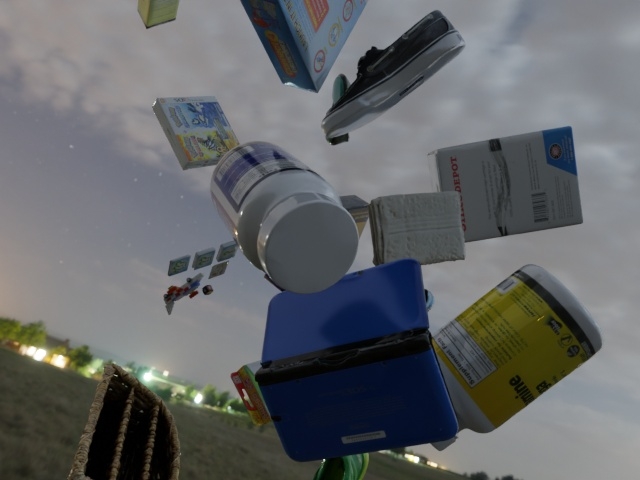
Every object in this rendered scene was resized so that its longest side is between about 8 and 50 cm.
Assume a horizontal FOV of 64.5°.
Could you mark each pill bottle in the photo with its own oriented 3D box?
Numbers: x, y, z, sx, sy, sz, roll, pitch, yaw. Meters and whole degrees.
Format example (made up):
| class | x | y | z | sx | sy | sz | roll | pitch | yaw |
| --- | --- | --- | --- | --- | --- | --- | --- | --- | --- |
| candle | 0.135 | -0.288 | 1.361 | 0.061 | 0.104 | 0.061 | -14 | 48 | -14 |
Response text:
| class | x | y | z | sx | sy | sz | roll | pitch | yaw |
| --- | --- | --- | --- | --- | --- | --- | --- | --- | --- |
| pill bottle | 0.298 | 0.211 | 0.891 | 0.188 | 0.334 | 0.188 | 51 | 5 | -6 |
| pill bottle | -0.058 | -0.040 | 0.720 | 0.153 | 0.153 | 0.265 | 31 | 8 | -32 |

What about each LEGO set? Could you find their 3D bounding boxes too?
| class | x | y | z | sx | sy | sz | roll | pitch | yaw |
| --- | --- | --- | --- | --- | --- | --- | --- | --- | --- |
| LEGO set | -0.307 | 0.101 | 1.307 | 0.182 | 0.060 | 0.244 | -19 | -22 | -32 |

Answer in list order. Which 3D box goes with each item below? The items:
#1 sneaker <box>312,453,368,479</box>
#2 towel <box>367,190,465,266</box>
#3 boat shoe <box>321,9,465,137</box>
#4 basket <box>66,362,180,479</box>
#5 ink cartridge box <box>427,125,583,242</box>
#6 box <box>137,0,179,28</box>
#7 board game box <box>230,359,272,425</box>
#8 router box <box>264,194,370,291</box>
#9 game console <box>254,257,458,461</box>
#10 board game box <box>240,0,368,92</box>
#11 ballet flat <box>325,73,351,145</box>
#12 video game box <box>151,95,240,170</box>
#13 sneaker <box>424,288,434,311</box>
| class | x | y | z | sx | sy | sz | roll | pitch | yaw |
| --- | --- | --- | --- | --- | --- | --- | --- | --- | --- |
| sneaker | 0.012 | 0.572 | 1.095 | 0.109 | 0.296 | 0.123 | 4 | -15 | 41 |
| towel | 0.246 | -0.027 | 1.275 | 0.282 | 0.187 | 0.049 | -5 | -1 | -27 |
| boat shoe | 0.115 | -0.310 | 0.943 | 0.102 | 0.301 | 0.108 | 57 | 14 | 7 |
| basket | -0.386 | 0.442 | 1.035 | 0.213 | 0.223 | 0.299 | 18 | 23 | -18 |
| ink cartridge box | 0.543 | -0.163 | 1.527 | 0.395 | 0.285 | 0.166 | -9 | 5 | 2 |
| box | -0.377 | -0.590 | 1.190 | 0.058 | 0.087 | 0.232 | 63 | -22 | -4 |
| board game box | -0.070 | 0.310 | 1.112 | 0.259 | 0.124 | 0.039 | -5 | -36 | -49 |
| router box | 0.000 | 0.000 | 1.458 | 0.081 | 0.243 | 0.309 | 35 | 28 | 28 |
| game console | 0.058 | 0.199 | 0.852 | 0.293 | 0.250 | 0.173 | -17 | 10 | 19 |
| board game box | -0.014 | -0.485 | 0.908 | 0.086 | 0.302 | 0.308 | 21 | -15 | 23 |
| ballet flat | 0.057 | -0.305 | 1.179 | 0.068 | 0.072 | 0.213 | -12 | -27 | -15 |
| video game box | -0.327 | -0.297 | 1.373 | 0.187 | 0.205 | 0.048 | -20 | -14 | -42 |
| sneaker | 0.248 | 0.196 | 1.368 | 0.063 | 0.162 | 0.073 | 22 | -20 | 30 |
